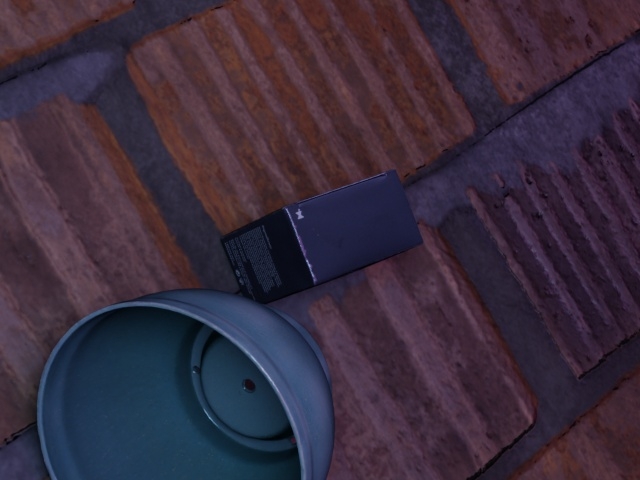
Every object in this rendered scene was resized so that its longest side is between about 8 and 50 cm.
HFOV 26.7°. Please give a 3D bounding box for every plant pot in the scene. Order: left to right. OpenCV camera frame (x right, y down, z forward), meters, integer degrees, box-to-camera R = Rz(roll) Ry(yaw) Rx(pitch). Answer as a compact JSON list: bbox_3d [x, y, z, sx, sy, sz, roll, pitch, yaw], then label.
[{"bbox_3d":[-0.104,0.171,1.345,0.293,0.293,0.196,62,31,-2],"label":"plant pot"}]

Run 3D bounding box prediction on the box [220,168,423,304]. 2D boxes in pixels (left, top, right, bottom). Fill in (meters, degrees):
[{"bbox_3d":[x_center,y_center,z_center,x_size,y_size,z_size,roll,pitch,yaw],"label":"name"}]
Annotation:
[{"bbox_3d":[0.000,0.000,1.500,0.156,0.158,0.093,-20,88,-32],"label":"box"}]
